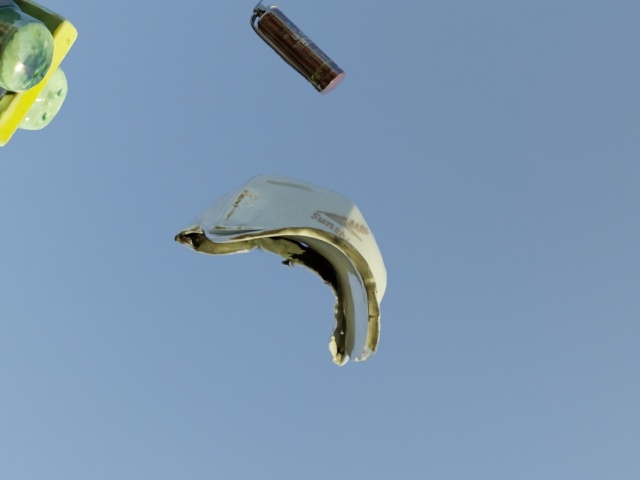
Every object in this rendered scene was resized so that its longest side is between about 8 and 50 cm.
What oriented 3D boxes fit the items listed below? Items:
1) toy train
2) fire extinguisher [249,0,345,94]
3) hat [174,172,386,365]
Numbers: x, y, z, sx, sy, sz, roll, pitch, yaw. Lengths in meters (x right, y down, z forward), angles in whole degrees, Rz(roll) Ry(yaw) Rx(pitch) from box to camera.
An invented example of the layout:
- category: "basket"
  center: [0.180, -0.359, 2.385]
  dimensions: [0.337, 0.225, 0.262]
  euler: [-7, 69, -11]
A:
- category: "toy train"
  center: [-0.343, -0.187, 0.724]
  dimensions: [0.368, 0.237, 0.150]
  euler: [29, -98, 16]
- category: "fire extinguisher"
  center: [-0.037, -0.256, 1.197]
  dimensions: [0.158, 0.064, 0.043]
  euler: [44, -36, 9]
- category: "hat"
  center: [-0.005, 0.006, 1.027]
  dimensions: [0.257, 0.301, 0.168]
  euler: [38, -103, -10]
